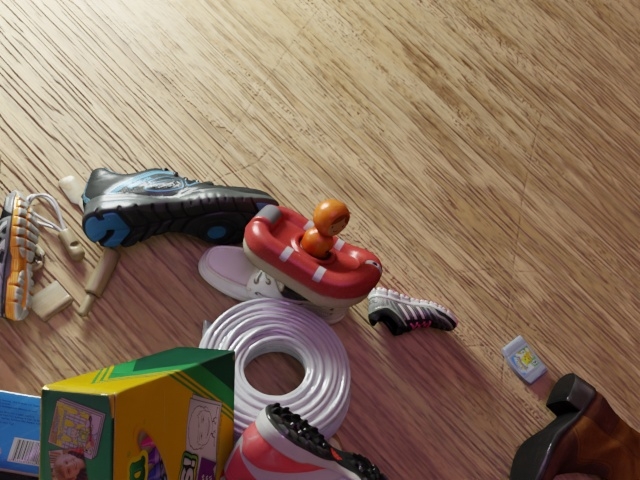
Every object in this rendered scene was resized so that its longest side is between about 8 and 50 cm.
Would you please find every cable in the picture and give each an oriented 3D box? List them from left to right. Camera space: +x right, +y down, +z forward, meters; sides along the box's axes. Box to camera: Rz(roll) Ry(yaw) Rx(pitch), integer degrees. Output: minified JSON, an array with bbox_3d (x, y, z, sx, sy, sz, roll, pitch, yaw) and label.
[{"bbox_3d":[-0.073,0.214,1.088,0.257,0.089,0.257,5,52,-7],"label":"cable"}]

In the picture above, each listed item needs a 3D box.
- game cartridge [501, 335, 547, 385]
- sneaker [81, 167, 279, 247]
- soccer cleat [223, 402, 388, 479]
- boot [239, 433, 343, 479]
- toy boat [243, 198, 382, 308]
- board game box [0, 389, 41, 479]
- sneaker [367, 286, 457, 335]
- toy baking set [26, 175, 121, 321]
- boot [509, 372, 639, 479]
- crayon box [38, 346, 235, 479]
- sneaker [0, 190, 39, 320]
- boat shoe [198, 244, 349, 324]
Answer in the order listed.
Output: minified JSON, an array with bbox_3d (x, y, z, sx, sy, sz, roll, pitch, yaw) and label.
[{"bbox_3d":[0.378,0.225,1.267,0.056,0.017,0.083,-33,78,-19],"label":"game cartridge"},{"bbox_3d":[-0.239,-0.076,1.191,0.341,0.125,0.139,0,48,-22],"label":"sneaker"},{"bbox_3d":[0.007,0.358,0.978,0.318,0.108,0.116,40,97,-22],"label":"soccer cleat"},{"bbox_3d":[-0.051,0.434,1.034,0.203,0.095,0.262,-2,65,-15],"label":"boot"},{"bbox_3d":[0.000,0.000,1.105,0.231,0.151,0.151,31,30,2],"label":"toy boat"},{"bbox_3d":[-0.457,0.258,0.886,0.308,0.302,0.086,11,64,-3],"label":"board game box"},{"bbox_3d":[0.160,0.144,1.226,0.170,0.063,0.074,17,65,0],"label":"sneaker"},{"bbox_3d":[-0.439,0.009,1.159,0.197,0.030,0.256,25,65,-2],"label":"toy baking set"},{"bbox_3d":[0.489,0.417,1.192,0.280,0.096,0.264,40,57,-3],"label":"boot"},{"bbox_3d":[-0.212,0.335,0.849,0.106,0.313,0.362,1,90,15],"label":"crayon box"},{"bbox_3d":[-0.510,0.022,1.094,0.083,0.084,0.214,-1,72,1],"label":"sneaker"},{"bbox_3d":[-0.074,0.063,1.184,0.277,0.096,0.098,18,64,-6],"label":"boat shoe"}]
